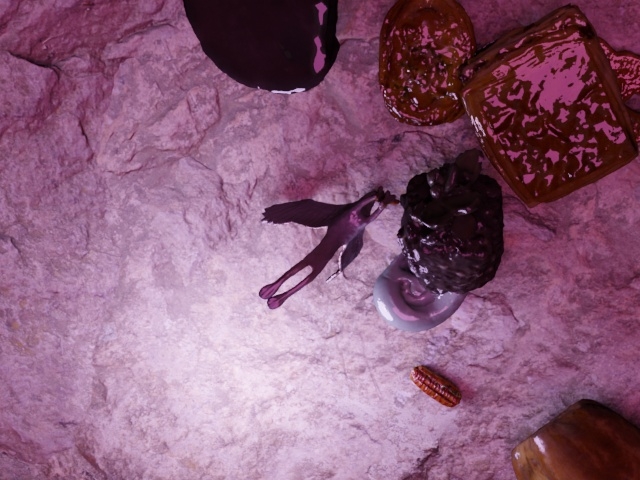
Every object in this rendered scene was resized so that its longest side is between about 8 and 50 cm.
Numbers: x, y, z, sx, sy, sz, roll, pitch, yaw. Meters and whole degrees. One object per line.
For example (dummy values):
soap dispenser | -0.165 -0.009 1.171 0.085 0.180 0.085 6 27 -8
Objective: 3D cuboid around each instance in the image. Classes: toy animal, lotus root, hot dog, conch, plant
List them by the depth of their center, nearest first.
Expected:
hot dog | 0.214 -0.360 1.741 0.196 0.122 0.272 1 114 5
plant | 0.259 -0.045 1.754 0.213 0.215 0.312 -1 149 19
toy animal | 0.018 -0.014 1.819 0.302 0.284 0.225 -37 101 21
conch | 0.224 0.103 1.926 0.221 0.121 0.185 -17 94 7
lotus root | 0.594 0.497 1.987 0.316 0.316 0.250 -43 82 21
hot dog | 0.271 0.345 2.062 0.144 0.038 0.062 36 112 -7

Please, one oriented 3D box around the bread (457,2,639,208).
bread | 0.435 -0.258 1.673 0.277 0.167 0.324 -27 105 22

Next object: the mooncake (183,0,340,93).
mooncake | -0.089 -0.495 1.676 0.350 0.212 0.381 27 116 2

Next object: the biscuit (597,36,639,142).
biscuit | 0.534 -0.311 1.756 0.334 0.047 0.202 15 113 -1
